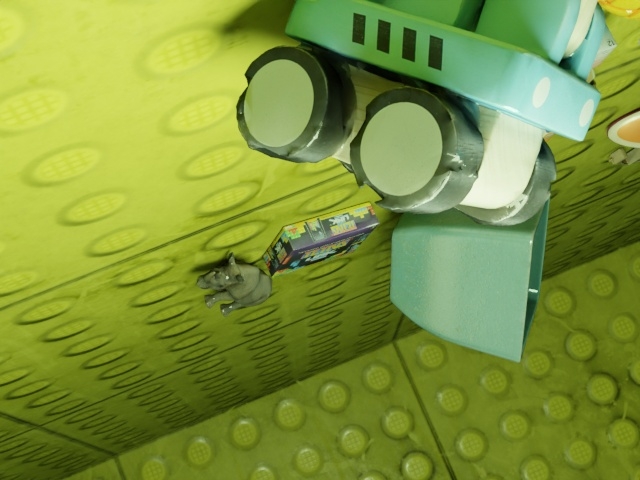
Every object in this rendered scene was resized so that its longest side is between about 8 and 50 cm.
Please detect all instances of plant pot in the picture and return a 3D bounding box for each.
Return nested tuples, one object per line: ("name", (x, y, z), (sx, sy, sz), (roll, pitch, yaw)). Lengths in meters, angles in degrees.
("plant pot", (0.259, 0.034, 1.867), (0.252, 0.247, 0.248), (9, -153, 16))

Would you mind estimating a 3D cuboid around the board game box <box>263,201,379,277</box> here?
("board game box", (0.000, 0.000, 1.830), (0.170, 0.048, 0.141), (-17, 166, -23))

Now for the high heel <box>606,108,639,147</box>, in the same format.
("high heel", (0.657, -0.241, 1.987), (0.244, 0.082, 0.117), (-17, -157, 10))

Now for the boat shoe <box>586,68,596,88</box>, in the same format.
("boat shoe", (0.368, -0.234, 1.543), (0.072, 0.068, 0.190), (-42, 170, 19))

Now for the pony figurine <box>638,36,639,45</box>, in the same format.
("pony figurine", (0.589, -0.279, 1.377), (0.364, 0.302, 0.351), (7, 141, -35))

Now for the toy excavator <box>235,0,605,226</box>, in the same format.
("toy excavator", (0.184, -0.227, 0.934), (0.222, 0.433, 0.445), (5, 106, -55))

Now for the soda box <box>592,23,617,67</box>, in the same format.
("soda box", (0.292, -0.242, 1.379), (0.183, 0.058, 0.063), (-20, 166, -16))

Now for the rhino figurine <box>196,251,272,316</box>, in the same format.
("rhino figurine", (-0.150, 0.072, 1.808), (0.106, 0.073, 0.243), (-21, 165, 7))

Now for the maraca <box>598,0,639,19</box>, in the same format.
("maraca", (0.339, -0.304, 1.155), (0.186, 0.099, 0.127), (19, 156, -41))

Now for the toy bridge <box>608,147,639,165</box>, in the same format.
("toy bridge", (0.682, -0.185, 2.269), (0.188, 0.026, 0.063), (-13, 164, -36))

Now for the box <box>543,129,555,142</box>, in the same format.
("box", (0.315, -0.177, 1.605), (0.028, 0.081, 0.136), (-17, 165, -23))
